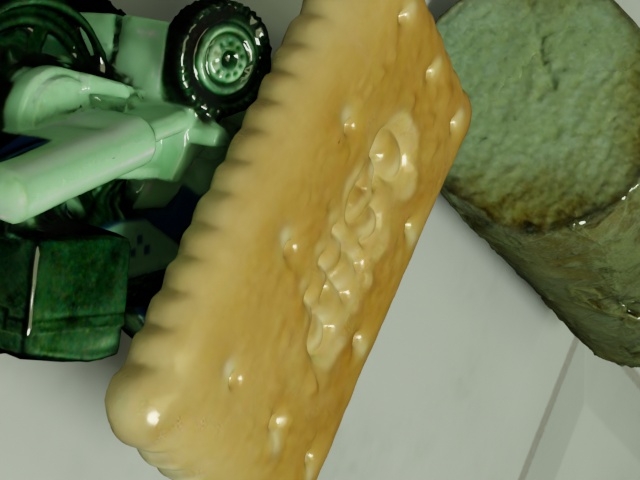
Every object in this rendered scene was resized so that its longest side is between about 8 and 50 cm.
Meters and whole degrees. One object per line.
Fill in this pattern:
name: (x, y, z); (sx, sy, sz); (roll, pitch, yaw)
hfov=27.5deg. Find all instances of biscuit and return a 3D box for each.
biscuit: (0.001, 0.000, 0.573); (0.250, 0.030, 0.160); (-65, 148, -21)

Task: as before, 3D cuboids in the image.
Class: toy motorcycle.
toy motorcycle: (-0.065, -0.011, 0.599); (0.331, 0.125, 0.196); (-5, 103, -56)

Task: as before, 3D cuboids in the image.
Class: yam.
yam: (0.185, -0.034, 0.880); (0.304, 0.168, 0.168); (41, 68, -52)
